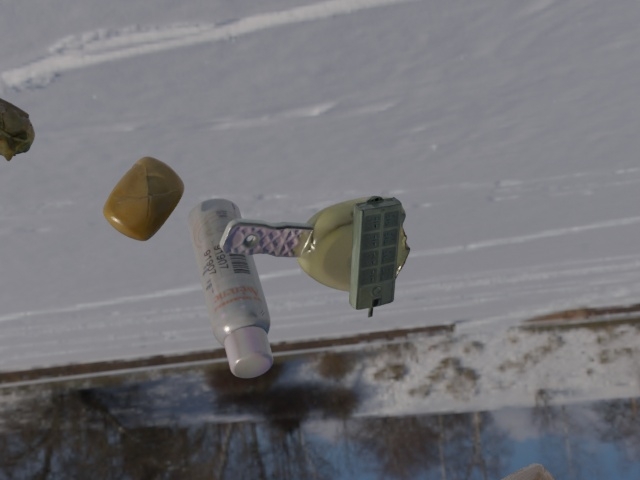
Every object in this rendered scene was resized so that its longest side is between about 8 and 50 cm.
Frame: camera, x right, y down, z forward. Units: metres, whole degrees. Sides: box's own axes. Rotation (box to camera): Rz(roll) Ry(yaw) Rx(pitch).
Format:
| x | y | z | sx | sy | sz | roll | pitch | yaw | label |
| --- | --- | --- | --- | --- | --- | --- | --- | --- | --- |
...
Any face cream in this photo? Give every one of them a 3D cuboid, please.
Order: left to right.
| x | y | z | sx | sy | sz | roll | pitch | yaw | label |
| --- | --- | --- | --- | --- | --- | --- | --- | --- | --- |
| -0.120 | 0.063 | 1.187 | 0.082 | 0.269 | 0.082 | -13 | 142 | -10 | face cream |

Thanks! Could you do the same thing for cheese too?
| x | y | z | sx | sy | sz | roll | pitch | yaw | label |
| --- | --- | --- | --- | --- | --- | --- | --- | --- | --- |
| 0.000 | 0.000 | 0.981 | 0.255 | 0.127 | 0.050 | 5 | -147 | -41 | cheese |

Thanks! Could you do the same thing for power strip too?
| x | y | z | sx | sy | sz | roll | pitch | yaw | label |
| --- | --- | --- | --- | --- | --- | --- | --- | --- | --- |
| 0.055 | 0.020 | 0.891 | 0.050 | 0.136 | 0.019 | -10 | -152 | -26 | power strip |

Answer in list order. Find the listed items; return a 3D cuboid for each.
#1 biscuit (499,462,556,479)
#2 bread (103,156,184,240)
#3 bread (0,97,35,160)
| x | y | z | sx | sy | sz | roll | pitch | yaw | label |
| --- | --- | --- | --- | --- | --- | --- | --- | --- | --- |
| 0.084 | 0.320 | 0.783 | 0.355 | 0.052 | 0.275 | -36 | 168 | -27 | biscuit |
| -0.231 | -0.058 | 1.161 | 0.115 | 0.082 | 0.056 | -54 | -168 | -26 | bread |
| -0.495 | -0.188 | 1.040 | 0.077 | 0.084 | 0.367 | -34 | 148 | 20 | bread |
